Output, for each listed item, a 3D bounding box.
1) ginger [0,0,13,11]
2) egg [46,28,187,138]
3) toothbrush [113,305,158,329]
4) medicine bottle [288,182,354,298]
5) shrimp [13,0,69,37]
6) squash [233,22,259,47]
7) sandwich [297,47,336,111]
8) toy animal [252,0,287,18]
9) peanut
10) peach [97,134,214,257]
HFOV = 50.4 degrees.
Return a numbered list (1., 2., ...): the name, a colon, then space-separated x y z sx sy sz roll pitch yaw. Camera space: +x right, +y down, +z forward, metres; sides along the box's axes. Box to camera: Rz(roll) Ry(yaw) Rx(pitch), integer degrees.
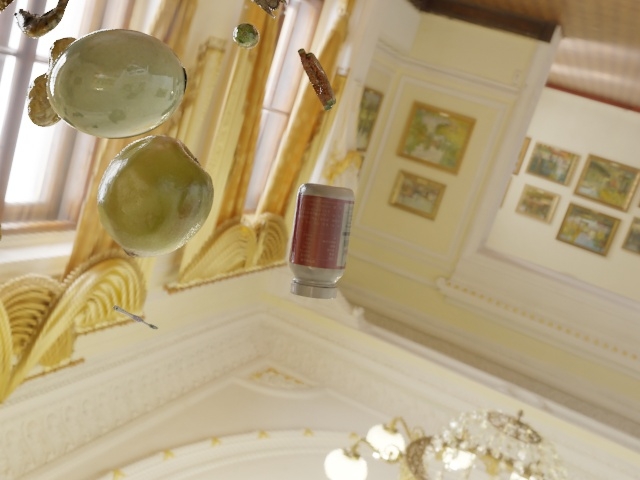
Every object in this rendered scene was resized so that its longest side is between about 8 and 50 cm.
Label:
1. ginger: -0.748 -0.642 1.603 0.254 0.418 0.176 31 158 41
2. egg: -0.357 -0.271 1.185 0.254 0.186 0.186 -5 -172 11
3. toothbrush: -0.353 0.148 1.298 0.013 0.011 0.131 6 159 28
4. medicine bottle: 0.000 0.000 1.526 0.131 0.249 0.131 7 -177 0
5. shrimp: -0.712 -0.585 1.741 0.217 0.150 0.051 33 169 39
6. squash: -0.190 -0.529 1.760 0.066 0.066 0.252 16 -164 -9
7. sandwich: -0.004 -0.313 1.322 0.135 0.029 0.067 65 -167 7
8. toy animal: -0.133 -0.648 1.804 0.179 0.089 0.188 15 -144 -53
9. peanut: -0.630 -0.378 1.626 0.103 0.229 0.098 29 180 -20
10. peach: -0.435 -0.113 1.819 0.282 0.315 0.314 33 160 38
